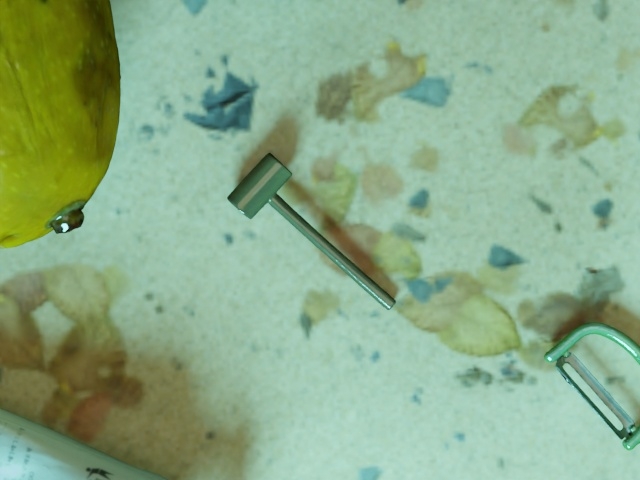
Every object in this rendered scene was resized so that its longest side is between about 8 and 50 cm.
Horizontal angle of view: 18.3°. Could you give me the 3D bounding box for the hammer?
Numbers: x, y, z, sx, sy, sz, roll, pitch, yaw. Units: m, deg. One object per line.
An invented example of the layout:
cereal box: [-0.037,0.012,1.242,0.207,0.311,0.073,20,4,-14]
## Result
hammer: [0.000,0.000,1.111,0.110,0.019,0.035,42,91,-2]

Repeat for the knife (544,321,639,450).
knife: [0.214,0.125,1.111,0.054,0.015,0.212,-42,89,-7]

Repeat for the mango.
mango: [-0.221,-0.161,1.052,0.187,0.144,0.359,-23,87,-2]

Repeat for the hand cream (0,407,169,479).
hand cream: [-0.212,0.135,1.098,0.336,0.076,0.121,16,85,7]
